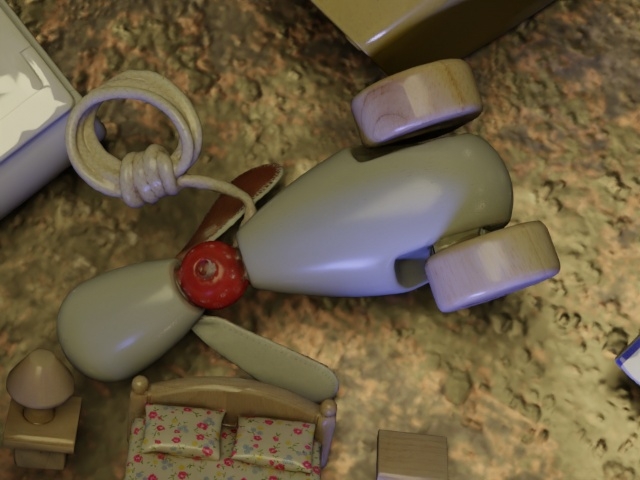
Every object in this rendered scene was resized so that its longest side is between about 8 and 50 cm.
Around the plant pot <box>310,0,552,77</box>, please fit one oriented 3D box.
[{"bbox_3d":[0.060,-0.225,1.072,0.187,0.212,0.212,-46,78,5],"label":"plant pot"}]

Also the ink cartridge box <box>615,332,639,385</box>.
[{"bbox_3d":[0.404,0.089,1.037,0.303,0.072,0.307,-43,75,-5],"label":"ink cartridge box"}]

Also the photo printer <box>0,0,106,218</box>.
[{"bbox_3d":[-0.342,-0.078,1.110,0.307,0.107,0.256,-39,77,-4],"label":"photo printer"}]

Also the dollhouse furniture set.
[{"bbox_3d":[-0.087,0.165,0.902,0.355,0.174,0.303,6,40,-4],"label":"dollhouse furniture set"}]

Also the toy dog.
[{"bbox_3d":[0.000,0.000,1.067,0.334,0.161,0.220,-1,84,17],"label":"toy dog"}]
